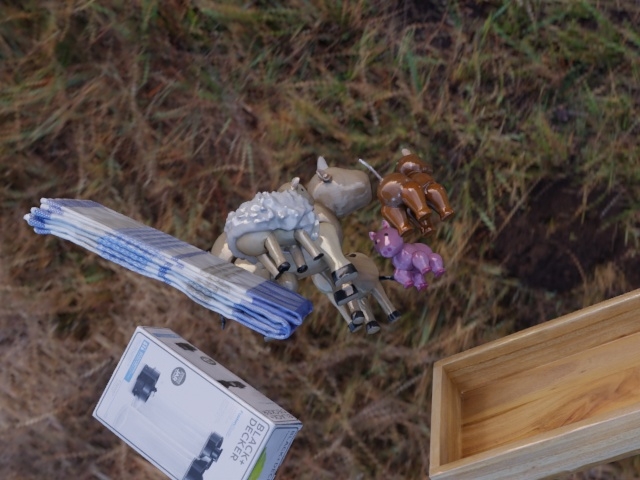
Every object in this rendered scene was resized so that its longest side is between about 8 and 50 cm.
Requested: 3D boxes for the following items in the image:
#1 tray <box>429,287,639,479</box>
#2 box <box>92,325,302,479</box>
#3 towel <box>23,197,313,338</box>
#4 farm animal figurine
[{"bbox_3d":[0.331,0.172,1.338,0.410,0.203,0.076,-24,120,23],"label":"tray"},{"bbox_3d":[-0.190,0.271,1.695,0.290,0.087,0.169,32,97,27],"label":"box"},{"bbox_3d":[-0.145,0.026,1.146,0.285,0.209,0.034,24,93,2],"label":"towel"},{"bbox_3d":[0.000,0.000,1.388,0.172,0.326,0.330,60,152,23],"label":"farm animal figurine"}]
